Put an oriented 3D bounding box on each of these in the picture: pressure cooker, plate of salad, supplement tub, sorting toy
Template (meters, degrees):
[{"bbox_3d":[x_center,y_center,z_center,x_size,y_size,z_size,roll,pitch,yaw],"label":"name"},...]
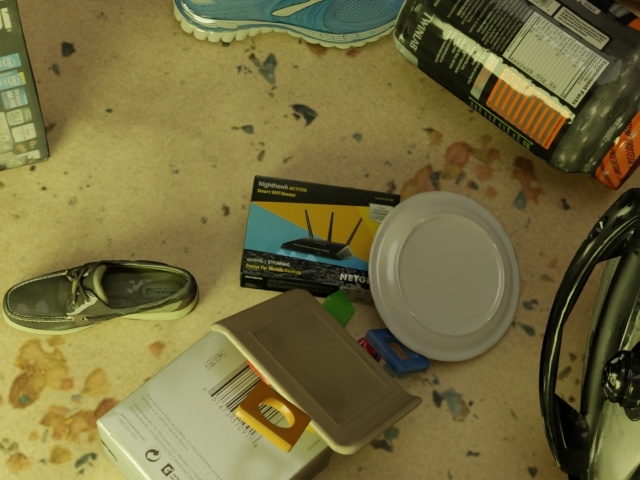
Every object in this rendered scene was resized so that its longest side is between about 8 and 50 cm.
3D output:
[{"bbox_3d":[0.441,0.121,1.246,0.420,0.375,0.369,10,67,-2],"label":"pressure cooker"},{"bbox_3d":[0.142,0.042,1.409,0.200,0.048,0.199,4,80,-22],"label":"plate of salad"},{"bbox_3d":[0.275,-0.224,1.487,0.338,0.207,0.207,39,67,12],"label":"supplement tub"},{"bbox_3d":[-0.007,0.139,1.260,0.196,0.047,0.348,41,25,14],"label":"sorting toy"}]

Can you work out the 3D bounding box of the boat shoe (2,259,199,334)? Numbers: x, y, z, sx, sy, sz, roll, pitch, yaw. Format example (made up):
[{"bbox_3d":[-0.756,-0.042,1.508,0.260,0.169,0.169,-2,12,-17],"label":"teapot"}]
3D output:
[{"bbox_3d":[-0.249,0.055,1.372,0.224,0.073,0.080,-3,65,-8],"label":"boat shoe"}]

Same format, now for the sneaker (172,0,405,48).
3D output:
[{"bbox_3d":[-0.021,-0.331,1.542,0.330,0.147,0.129,-5,65,-9],"label":"sneaker"}]

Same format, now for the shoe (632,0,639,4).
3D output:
[{"bbox_3d":[0.474,-0.348,1.657,0.219,0.058,0.076,20,95,8],"label":"shoe"}]

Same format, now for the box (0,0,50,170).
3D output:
[{"bbox_3d":[-0.472,-0.184,1.288,0.318,0.395,0.097,-16,65,-14],"label":"box"}]

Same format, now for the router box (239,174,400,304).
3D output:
[{"bbox_3d":[0.000,0.000,1.440,0.179,0.046,0.133,7,64,-2],"label":"router box"}]

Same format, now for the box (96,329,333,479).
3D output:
[{"bbox_3d":[-0.110,0.216,1.284,0.182,0.119,0.181,-39,74,-20],"label":"box"}]

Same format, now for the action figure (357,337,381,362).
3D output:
[{"bbox_3d":[0.040,0.148,1.383,0.038,0.030,0.115,34,61,5],"label":"action figure"}]
